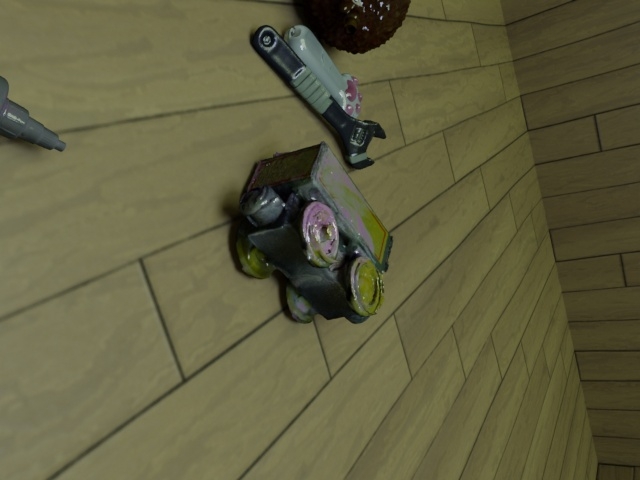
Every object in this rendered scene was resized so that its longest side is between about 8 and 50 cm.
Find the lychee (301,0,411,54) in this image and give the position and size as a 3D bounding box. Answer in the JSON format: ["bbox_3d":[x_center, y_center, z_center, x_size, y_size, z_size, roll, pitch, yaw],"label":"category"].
[{"bbox_3d":[0.057,-0.406,0.868,0.200,0.200,0.238,48,33,-39],"label":"lychee"}]

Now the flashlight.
[{"bbox_3d":[0.010,-0.276,0.890,0.200,0.047,0.093,39,53,-46],"label":"flashlight"}]

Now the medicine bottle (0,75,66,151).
[{"bbox_3d":[-0.286,-0.118,0.408,0.199,0.057,0.058,32,57,-49],"label":"medicine bottle"}]

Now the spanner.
[{"bbox_3d":[0.007,-0.227,0.865,0.087,0.024,0.316,-48,129,2],"label":"spanner"}]

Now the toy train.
[{"bbox_3d":[0.000,0.000,0.732,0.261,0.134,0.178,51,44,-37],"label":"toy train"}]
